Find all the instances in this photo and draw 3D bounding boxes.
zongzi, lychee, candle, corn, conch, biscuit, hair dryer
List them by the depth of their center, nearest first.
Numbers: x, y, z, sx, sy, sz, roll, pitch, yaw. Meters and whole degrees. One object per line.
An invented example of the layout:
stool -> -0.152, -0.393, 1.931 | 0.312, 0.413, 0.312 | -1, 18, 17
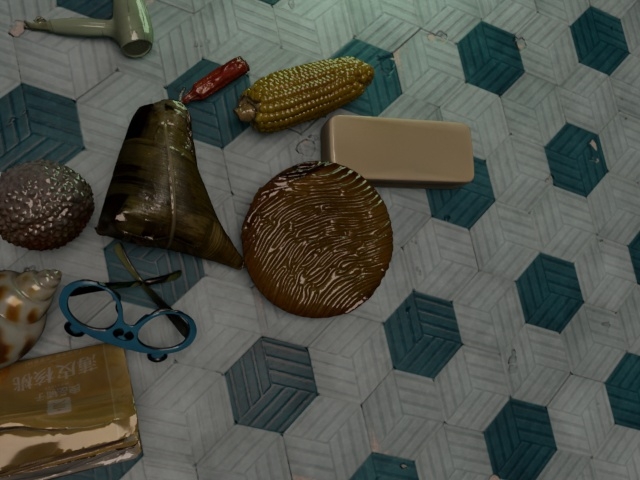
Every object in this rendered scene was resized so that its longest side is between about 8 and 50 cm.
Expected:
conch -> -0.555, 0.124, 0.980 | 0.275, 0.149, 0.182 | -29, 92, -19
lychee -> -0.490, -0.061, 1.033 | 0.165, 0.197, 0.165 | -13, 106, -55
zongzi -> -0.247, -0.099, 1.134 | 0.288, 0.134, 0.286 | 21, 71, -27
hair dryer -> -0.458, -0.452, 1.156 | 0.237, 0.075, 0.206 | -12, 78, -11
biscuit -> 0.000, 0.000, 1.179 | 0.318, 0.040, 0.318 | -1, 93, -17
candle -> -0.222, -0.326, 1.207 | 0.162, 0.053, 0.048 | -37, 88, -17
corn -> -0.032, -0.308, 1.232 | 0.322, 0.119, 0.119 | -26, 90, -24

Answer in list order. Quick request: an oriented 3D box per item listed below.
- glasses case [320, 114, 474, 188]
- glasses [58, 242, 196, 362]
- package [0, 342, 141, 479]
glasses case -> 0.170, -0.190, 1.294 | 0.336, 0.076, 0.144 | 1, 82, -17
glasses -> -0.329, 0.087, 1.058 | 0.239, 0.102, 0.207 | 23, 50, -26
package -> -0.465, 0.303, 0.974 | 0.311, 0.165, 0.221 | -9, 84, -19
